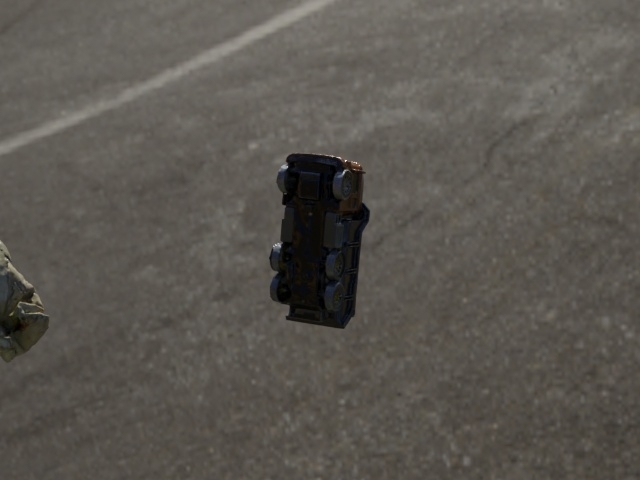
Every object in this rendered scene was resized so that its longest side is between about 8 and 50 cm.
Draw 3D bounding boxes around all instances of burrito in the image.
[{"bbox_3d":[-0.223,0.011,0.768,0.055,0.041,0.149,-37,77,-15],"label":"burrito"}]

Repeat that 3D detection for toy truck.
[{"bbox_3d":[0.000,0.000,1.376,0.083,0.192,0.092,7,5,26],"label":"toy truck"}]
